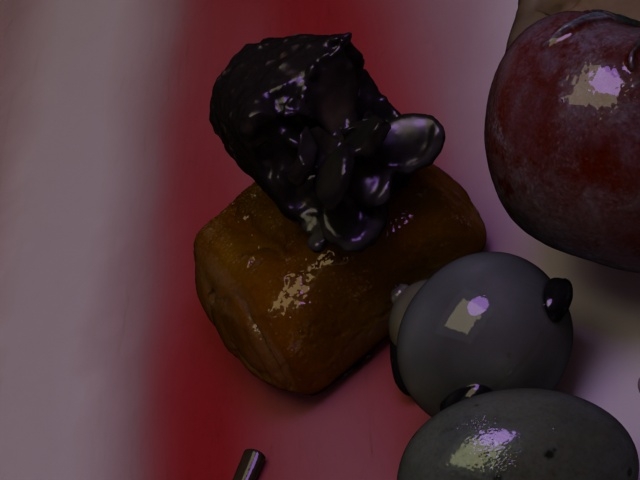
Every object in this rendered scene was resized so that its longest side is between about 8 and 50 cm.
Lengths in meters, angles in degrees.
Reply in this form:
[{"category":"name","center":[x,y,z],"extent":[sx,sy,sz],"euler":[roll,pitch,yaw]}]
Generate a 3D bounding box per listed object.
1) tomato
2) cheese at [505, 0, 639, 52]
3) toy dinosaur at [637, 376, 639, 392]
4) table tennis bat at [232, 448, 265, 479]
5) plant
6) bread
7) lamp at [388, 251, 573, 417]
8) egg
[{"category":"tomato","center":[0.327,-0.113,1.901],"extent":[0.316,0.316,0.282],"euler":[23,106,48]},{"category":"cheese","center":[0.402,-0.329,2.198],"extent":[0.351,0.129,0.328],"euler":[-15,44,27]},{"category":"toy dinosaur","center":[0.416,0.091,1.778],"extent":[0.194,0.177,0.152],"euler":[-11,32,-13]},{"category":"table tennis bat","center":[-0.116,0.340,2.032],"extent":[0.131,0.022,0.234],"euler":[0,54,39]},{"category":"plant","center":[0.000,-0.122,2.037],"extent":[0.199,0.188,0.276],"euler":[-39,36,-11]},{"category":"bread","center":[-0.004,-0.005,2.181],"extent":[0.337,0.148,0.328],"euler":[-38,38,-2]},{"category":"lamp","center":[0.161,0.105,1.934],"extent":[0.198,0.198,0.244],"euler":[-48,16,-12]},{"category":"egg","center":[0.192,0.229,1.764],"extent":[0.236,0.169,0.169],"euler":[-4,42,-4]}]
